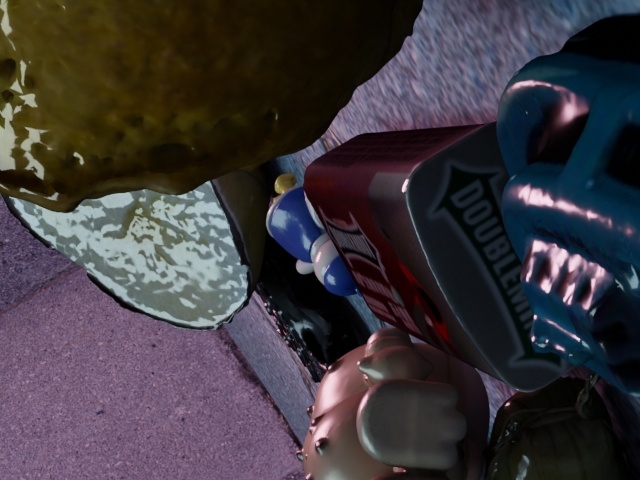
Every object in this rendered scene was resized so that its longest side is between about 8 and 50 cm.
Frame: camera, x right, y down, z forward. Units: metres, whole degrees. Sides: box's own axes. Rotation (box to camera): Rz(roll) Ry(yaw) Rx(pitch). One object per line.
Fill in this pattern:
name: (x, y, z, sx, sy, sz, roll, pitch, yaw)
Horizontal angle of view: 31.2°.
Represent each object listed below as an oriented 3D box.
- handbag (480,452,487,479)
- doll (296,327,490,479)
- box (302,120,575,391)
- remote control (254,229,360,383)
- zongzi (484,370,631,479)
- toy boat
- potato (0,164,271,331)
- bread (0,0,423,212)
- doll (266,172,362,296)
handbag: (0.089, 0.188, 0.952, 0.173, 0.095, 0.117, 60, 174, 11)
doll: (0.043, 0.131, 0.654, 0.278, 0.119, 0.154, 8, -95, -88)
box: (0.060, 0.000, 0.600, 0.120, 0.069, 0.224, 61, 172, -11)
remote control: (-0.054, 0.030, 1.283, 0.399, 0.062, 0.144, 52, 167, 45)
zongzi: (0.119, 0.107, 0.653, 0.178, 0.081, 0.189, -107, 1, -60)
toy boat: (0.115, 0.021, 0.323, 0.134, 0.092, 0.299, 59, 170, -21)
potato: (-0.158, -0.070, 1.189, 0.300, 0.196, 0.246, 37, 134, 1)
bread: (-0.039, -0.107, 0.433, 0.140, 0.229, 0.143, 12, 138, 22)
doll: (0.000, 0.000, 0.940, 0.143, 0.058, 0.098, 49, 146, 41)
